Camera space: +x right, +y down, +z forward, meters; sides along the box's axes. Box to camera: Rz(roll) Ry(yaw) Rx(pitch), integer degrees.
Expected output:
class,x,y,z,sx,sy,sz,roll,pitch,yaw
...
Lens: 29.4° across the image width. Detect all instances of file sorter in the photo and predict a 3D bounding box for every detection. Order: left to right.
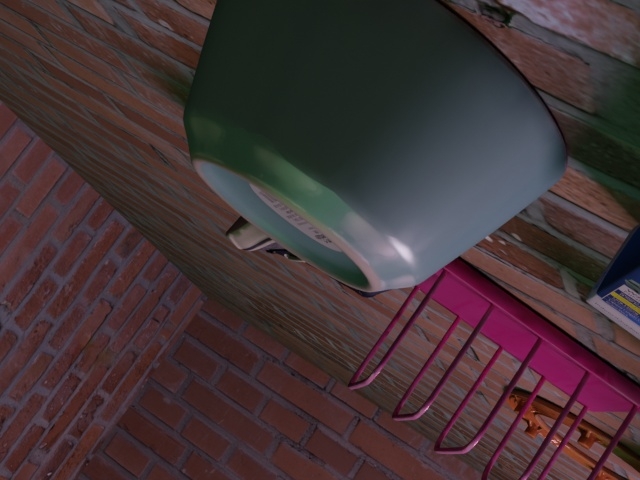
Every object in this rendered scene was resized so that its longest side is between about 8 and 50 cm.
class,x,y,z,sx,sy,sz,roll,pitch,yaw
file sorter,0.202,0.181,1.463,0.290,0.182,0.202,35,170,0

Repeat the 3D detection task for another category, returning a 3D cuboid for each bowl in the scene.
class,x,y,z,sx,sy,sz,roll,pitch,yaw
bowl,0.015,-0.075,0.949,0.311,0.163,0.311,35,171,7

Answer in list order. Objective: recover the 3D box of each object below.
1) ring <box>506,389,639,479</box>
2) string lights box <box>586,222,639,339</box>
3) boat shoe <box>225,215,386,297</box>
class,x,y,z,sx,sy,sz,roll,pitch,yaw
ring,0.427,0.341,1.905,0.336,0.032,0.336,35,169,7
string lights box,0.278,0.028,0.803,0.133,0.077,0.260,36,170,6
boat shoe,0.000,0.000,1.433,0.158,0.127,0.340,45,168,-10
